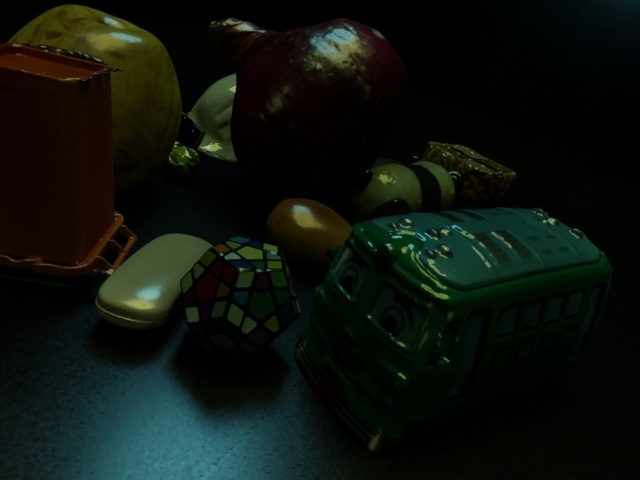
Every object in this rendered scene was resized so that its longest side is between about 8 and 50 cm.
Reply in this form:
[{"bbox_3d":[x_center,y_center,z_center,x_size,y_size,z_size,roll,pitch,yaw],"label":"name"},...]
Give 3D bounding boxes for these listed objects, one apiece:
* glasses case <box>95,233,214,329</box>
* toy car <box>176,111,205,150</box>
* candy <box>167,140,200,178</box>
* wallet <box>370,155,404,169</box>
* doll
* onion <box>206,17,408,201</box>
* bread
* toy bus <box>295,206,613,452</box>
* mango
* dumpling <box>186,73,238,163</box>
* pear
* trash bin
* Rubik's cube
[{"bbox_3d":[-0.184,0.040,0.597,0.080,0.051,0.204,18,22,2],"label":"glasses case"},{"bbox_3d":[-0.323,-0.246,0.991,0.209,0.089,0.108,39,10,-13],"label":"toy car"},{"bbox_3d":[-0.284,-0.199,0.928,0.194,0.062,0.058,59,22,-6],"label":"candy"},{"bbox_3d":[0.072,-0.175,1.156,0.172,0.045,0.317,-12,26,-42],"label":"wallet"},{"bbox_3d":[0.149,-0.072,0.912,0.234,0.135,0.143,-12,34,-36],"label":"doll"},{"bbox_3d":[-0.046,-0.262,0.913,0.385,0.348,0.348,43,25,-6],"label":"onion"},{"bbox_3d":[0.377,-0.178,1.331,0.181,0.096,0.222,-7,35,-39],"label":"bread"},{"bbox_3d":[0.161,0.070,0.573,0.343,0.200,0.183,-6,33,-35],"label":"toy bus"},{"bbox_3d":[-0.002,-0.004,0.763,0.163,0.090,0.111,19,35,-15],"label":"mango"},{"bbox_3d":[-0.167,-0.256,1.146,0.227,0.243,0.175,45,0,20],"label":"dumpling"},{"bbox_3d":[-0.347,-0.204,0.771,0.280,0.281,0.281,13,25,-6],"label":"pear"},{"bbox_3d":[-0.295,-0.080,0.565,0.184,0.239,0.161,13,25,-9],"label":"trash bin"},{"bbox_3d":[-0.083,0.061,0.545,0.111,0.133,0.133,-17,29,0],"label":"Rubik's cube"}]
